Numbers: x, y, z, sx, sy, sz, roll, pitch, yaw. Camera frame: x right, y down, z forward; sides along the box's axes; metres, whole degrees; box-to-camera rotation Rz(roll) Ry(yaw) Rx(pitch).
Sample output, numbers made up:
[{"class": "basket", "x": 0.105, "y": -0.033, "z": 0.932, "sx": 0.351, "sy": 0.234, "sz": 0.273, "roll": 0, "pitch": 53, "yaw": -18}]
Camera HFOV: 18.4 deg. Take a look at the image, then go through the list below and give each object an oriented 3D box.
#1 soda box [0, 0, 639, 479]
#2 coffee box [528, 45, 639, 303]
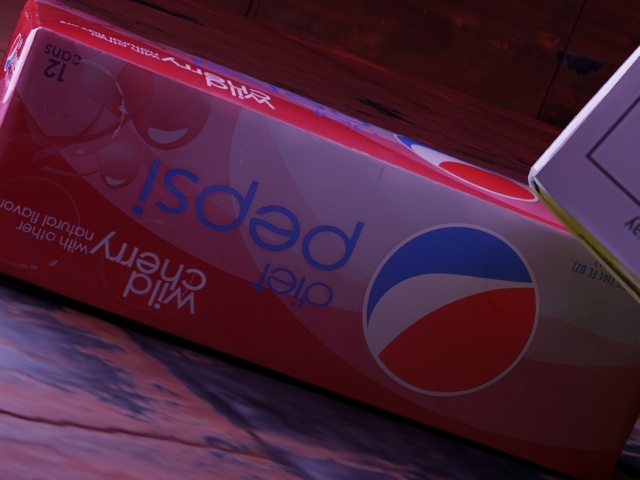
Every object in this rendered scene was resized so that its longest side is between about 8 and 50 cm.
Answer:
[{"class": "soda box", "x": 0.000, "y": 0.000, "z": 0.734, "sx": 0.263, "sy": 0.092, "sz": 0.083, "roll": 20, "pitch": 11, "yaw": -15}, {"class": "coffee box", "x": 0.324, "y": -0.025, "z": 0.650, "sx": 0.338, "sy": 0.334, "sz": 0.337, "roll": 44, "pitch": 13, "yaw": 12}]
